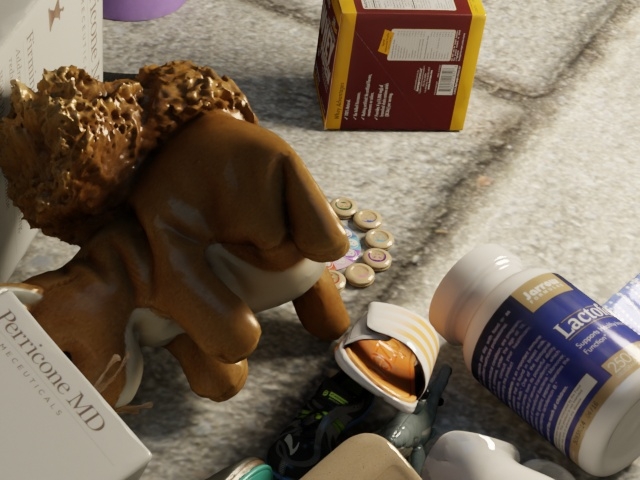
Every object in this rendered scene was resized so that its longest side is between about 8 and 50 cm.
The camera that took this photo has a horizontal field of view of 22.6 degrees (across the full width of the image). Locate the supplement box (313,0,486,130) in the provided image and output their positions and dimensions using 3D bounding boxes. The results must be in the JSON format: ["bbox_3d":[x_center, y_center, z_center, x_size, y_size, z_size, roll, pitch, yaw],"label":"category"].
[{"bbox_3d":[0.101,-0.260,2.151,0.194,0.191,0.129,0,41,-10],"label":"supplement box"}]

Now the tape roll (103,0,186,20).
[{"bbox_3d":[-0.283,-0.406,2.348,0.189,0.080,0.189,4,41,-3],"label":"tape roll"}]

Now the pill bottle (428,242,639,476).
[{"bbox_3d":[0.253,0.125,1.760,0.153,0.153,0.265,-27,51,-33],"label":"pill bottle"}]

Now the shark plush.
[{"bbox_3d":[0.110,0.191,1.726,0.073,0.067,0.161,33,47,27],"label":"shark plush"}]

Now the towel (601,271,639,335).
[{"bbox_3d":[0.469,0.103,1.905,0.243,0.040,0.336,33,47,25],"label":"towel"}]

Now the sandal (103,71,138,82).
[{"bbox_3d":[-0.289,-0.197,2.144,0.179,0.040,0.067,1,44,-30],"label":"sandal"}]

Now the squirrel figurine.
[{"bbox_3d":[-0.204,0.002,1.738,0.370,0.281,0.397,-28,77,-10],"label":"squirrel figurine"}]

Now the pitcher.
[{"bbox_3d":[0.221,0.284,1.611,0.178,0.125,0.207,3,27,-28],"label":"pitcher"}]

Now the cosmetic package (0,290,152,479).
[{"bbox_3d":[-0.404,0.264,1.451,0.230,0.161,0.453,47,51,12],"label":"cosmetic package"}]

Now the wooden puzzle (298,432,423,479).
[{"bbox_3d":[0.044,0.390,1.424,0.348,0.080,0.322,47,54,8],"label":"wooden puzzle"}]

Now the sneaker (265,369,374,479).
[{"bbox_3d":[0.001,0.189,1.704,0.067,0.078,0.188,25,44,19],"label":"sneaker"}]

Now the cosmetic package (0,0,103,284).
[{"bbox_3d":[-0.473,-0.179,1.866,0.327,0.329,0.393,13,42,8],"label":"cosmetic package"}]

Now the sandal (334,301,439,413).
[{"bbox_3d":[0.081,0.102,1.737,0.102,0.076,0.265,34,16,-4],"label":"sandal"}]

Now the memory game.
[{"bbox_3d":[0.000,0.000,1.973,0.186,0.012,0.186,5,41,-4],"label":"memory game"}]

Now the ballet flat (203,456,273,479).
[{"bbox_3d":[-0.136,0.308,1.541,0.096,0.095,0.280,7,39,18],"label":"ballet flat"}]
